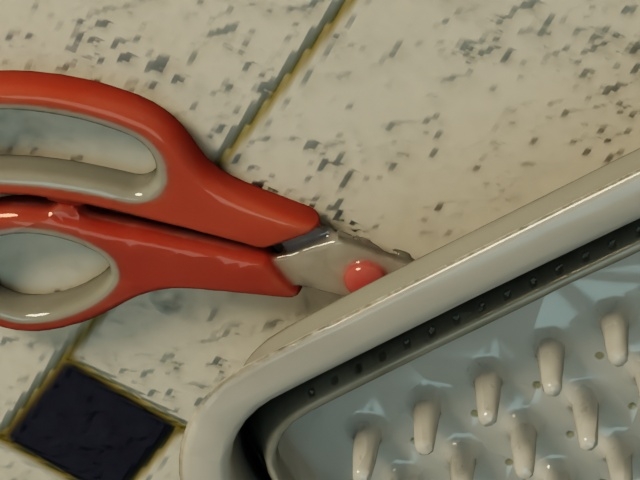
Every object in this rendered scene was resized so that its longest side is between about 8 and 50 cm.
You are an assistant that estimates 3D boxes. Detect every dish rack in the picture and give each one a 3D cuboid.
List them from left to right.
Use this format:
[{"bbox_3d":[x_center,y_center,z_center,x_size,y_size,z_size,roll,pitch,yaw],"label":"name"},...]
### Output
[{"bbox_3d":[0.142,0.107,0.689,0.285,0.072,0.333,-27,117,19],"label":"dish rack"}]

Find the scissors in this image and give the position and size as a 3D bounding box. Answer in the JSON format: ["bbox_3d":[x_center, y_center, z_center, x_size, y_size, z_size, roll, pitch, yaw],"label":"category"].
[{"bbox_3d":[0.000,0.000,0.680,0.297,0.021,0.109,7,125,5],"label":"scissors"}]
